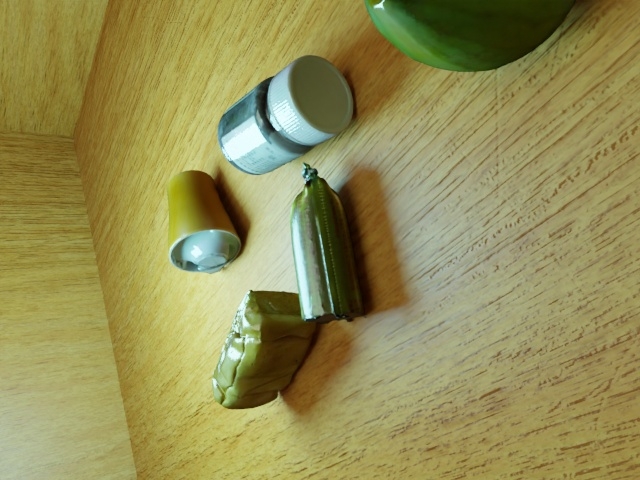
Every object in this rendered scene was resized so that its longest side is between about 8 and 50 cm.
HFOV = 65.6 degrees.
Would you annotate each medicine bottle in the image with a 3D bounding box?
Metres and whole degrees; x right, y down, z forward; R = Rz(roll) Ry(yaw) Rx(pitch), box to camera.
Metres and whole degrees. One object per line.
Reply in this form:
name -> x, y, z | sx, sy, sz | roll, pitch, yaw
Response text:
medicine bottle -> -0.077, -0.239, 0.991 | 0.273, 0.165, 0.165 | -13, 81, 51

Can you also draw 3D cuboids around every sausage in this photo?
sausage -> -0.001, 0.000, 0.933 | 0.117, 0.125, 0.317 | -12, 80, 11

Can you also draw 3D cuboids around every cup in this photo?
cup -> -0.321, -0.040, 1.334 | 0.226, 0.182, 0.264 | 87, 165, -56

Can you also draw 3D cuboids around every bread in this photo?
bread -> -0.130, 0.242, 1.076 | 0.132, 0.167, 0.294 | 51, 129, 37

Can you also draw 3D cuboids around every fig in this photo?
fig -> 0.168, -0.316, 0.588 | 0.239, 0.271, 0.239 | 32, 135, 38
